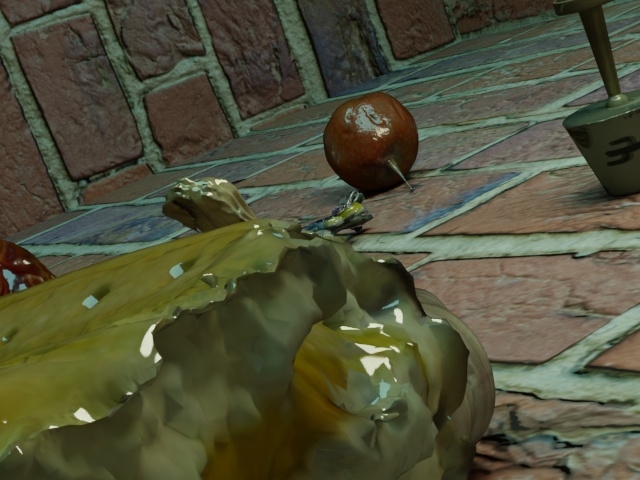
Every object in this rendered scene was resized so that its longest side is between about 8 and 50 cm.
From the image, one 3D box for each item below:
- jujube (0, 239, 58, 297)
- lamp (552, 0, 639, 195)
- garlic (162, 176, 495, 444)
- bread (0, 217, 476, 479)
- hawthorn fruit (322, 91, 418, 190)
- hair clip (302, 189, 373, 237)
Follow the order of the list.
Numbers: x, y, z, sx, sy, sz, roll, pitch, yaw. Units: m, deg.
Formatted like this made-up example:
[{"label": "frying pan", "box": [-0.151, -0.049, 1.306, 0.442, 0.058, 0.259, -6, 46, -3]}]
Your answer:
[{"label": "jujube", "box": [-0.332, 0.120, 1.238, 0.216, 0.216, 0.342, -22, 25, -7]}, {"label": "lamp", "box": [0.308, -0.159, 1.362, 0.121, 0.214, 0.121, -19, 13, 4]}, {"label": "garlic", "box": [-0.031, 0.066, 0.813, 0.245, 0.253, 0.245, -20, 20, 7]}, {"label": "bread", "box": [-0.143, 0.170, 0.531, 0.394, 0.250, 0.361, -19, 8, 28]}, {"label": "hawthorn fruit", "box": [0.078, -0.145, 1.892, 0.149, 0.149, 0.189, -21, 7, -5]}, {"label": "hair clip", "box": [0.000, 0.000, 1.615, 0.172, 0.049, 0.116, -39, 6, -35]}]
